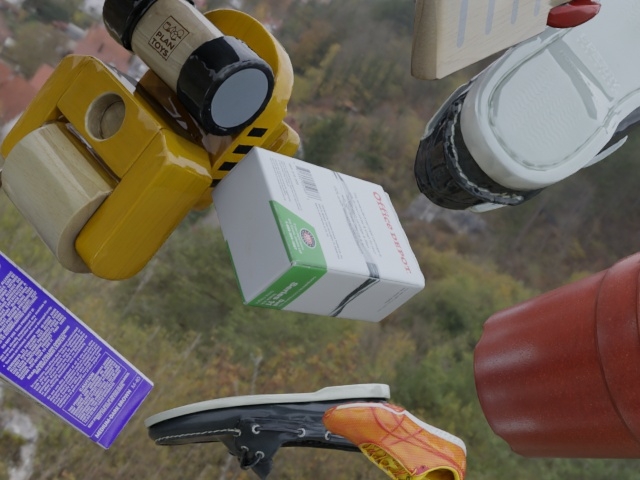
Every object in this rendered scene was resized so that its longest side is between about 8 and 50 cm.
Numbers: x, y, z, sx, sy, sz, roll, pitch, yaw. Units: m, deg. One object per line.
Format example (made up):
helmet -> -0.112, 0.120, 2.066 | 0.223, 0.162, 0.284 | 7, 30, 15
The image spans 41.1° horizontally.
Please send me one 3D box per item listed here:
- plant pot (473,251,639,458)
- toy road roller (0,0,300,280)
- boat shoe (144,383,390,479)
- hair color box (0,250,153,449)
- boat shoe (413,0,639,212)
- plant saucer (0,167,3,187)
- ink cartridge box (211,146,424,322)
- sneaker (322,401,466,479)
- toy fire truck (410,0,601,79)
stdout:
plant pot -> 0.353, 0.156, 1.053 | 0.272, 0.265, 0.272 | 16, 64, -37
toy road roller -> -0.167, -0.112, 0.970 | 0.202, 0.329, 0.240 | 45, 7, 28
boat shoe -> -0.066, 0.270, 1.170 | 0.340, 0.113, 0.127 | -3, -17, -14
hair color box -> -0.367, 0.101, 0.997 | 0.185, 0.110, 0.339 | 18, -27, 39
boat shoe -> 0.182, -0.114, 0.591 | 0.302, 0.091, 0.114 | -27, 88, -31
plant saucer -> -0.580, -0.043, 1.396 | 0.036, 0.198, 0.198 | 32, 14, -12
ink cartridge box -> 0.000, 0.000, 0.941 | 0.208, 0.087, 0.153 | 13, 46, -43
sneaker -> 0.081, 0.216, 0.887 | 0.175, 0.064, 0.067 | 24, 50, -16
toy fire truck -> 0.083, -0.193, 0.427 | 0.246, 0.158, 0.217 | -105, 176, -59
